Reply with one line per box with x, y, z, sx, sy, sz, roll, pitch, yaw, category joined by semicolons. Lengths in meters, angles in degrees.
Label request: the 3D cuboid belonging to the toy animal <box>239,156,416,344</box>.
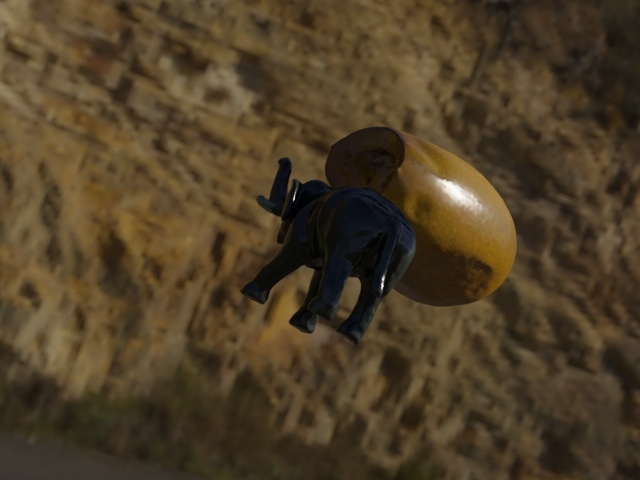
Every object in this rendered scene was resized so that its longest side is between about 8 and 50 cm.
-0.006;0.008;1.493;0.082;0.137;0.269;31;-2;-28;toy animal

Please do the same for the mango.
0.104;-0.018;1.680;0.187;0.144;0.359;33;-2;12;mango
